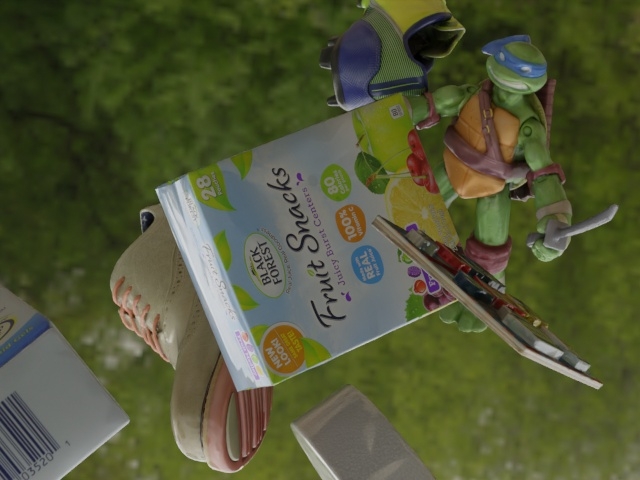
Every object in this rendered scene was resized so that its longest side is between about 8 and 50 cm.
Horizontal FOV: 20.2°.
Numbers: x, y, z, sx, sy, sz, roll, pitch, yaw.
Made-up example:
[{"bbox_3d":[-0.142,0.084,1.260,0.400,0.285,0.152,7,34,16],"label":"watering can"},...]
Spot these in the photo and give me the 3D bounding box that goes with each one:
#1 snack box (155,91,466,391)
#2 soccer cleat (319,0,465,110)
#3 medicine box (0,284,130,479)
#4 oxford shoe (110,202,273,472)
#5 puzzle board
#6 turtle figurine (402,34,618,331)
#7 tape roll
[{"bbox_3d":[0.000,0.000,1.402,0.207,0.174,0.070,-24,-178,-28],"label":"snack box"},{"bbox_3d":[0.090,-0.208,1.737,0.121,0.093,0.289,-1,-147,20],"label":"soccer cleat"},{"bbox_3d":[-0.386,0.197,1.952,0.263,0.149,0.289,-40,-159,-13],"label":"medicine box"},{"bbox_3d":[-0.114,0.077,1.578,0.147,0.140,0.397,0,-156,1],"label":"oxford shoe"},{"bbox_3d":[0.083,0.029,0.852,0.096,0.011,0.128,42,-172,26],"label":"puzzle board"},{"bbox_3d":[0.119,-0.035,1.600,0.198,0.266,0.274,8,-140,-9],"label":"turtle figurine"},{"bbox_3d":[0.110,0.306,1.656,0.072,0.392,0.392,-35,-168,-6],"label":"tape roll"}]
